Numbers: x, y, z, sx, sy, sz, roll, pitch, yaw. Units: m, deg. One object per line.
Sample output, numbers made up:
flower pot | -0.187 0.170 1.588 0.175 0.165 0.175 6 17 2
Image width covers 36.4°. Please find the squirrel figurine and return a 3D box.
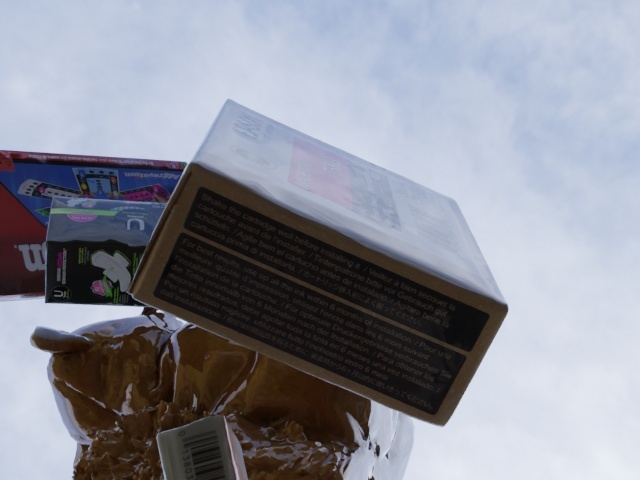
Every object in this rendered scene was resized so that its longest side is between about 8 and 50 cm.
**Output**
squirrel figurine | -0.122 0.175 0.947 0.370 0.397 0.281 3 -56 16

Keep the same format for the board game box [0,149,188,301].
board game box | -0.228 -0.016 0.993 0.027 0.281 0.145 -22 -102 37

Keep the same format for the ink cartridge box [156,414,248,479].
ink cartridge box | -0.043 0.201 0.574 0.045 0.179 0.145 -17 -119 1

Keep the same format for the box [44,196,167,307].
box | -0.145 0.008 0.670 0.083 0.062 0.052 3 -58 -13

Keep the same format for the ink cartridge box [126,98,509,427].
ink cartridge box | 0.000 0.000 0.623 0.193 0.234 0.088 25 -74 -8
